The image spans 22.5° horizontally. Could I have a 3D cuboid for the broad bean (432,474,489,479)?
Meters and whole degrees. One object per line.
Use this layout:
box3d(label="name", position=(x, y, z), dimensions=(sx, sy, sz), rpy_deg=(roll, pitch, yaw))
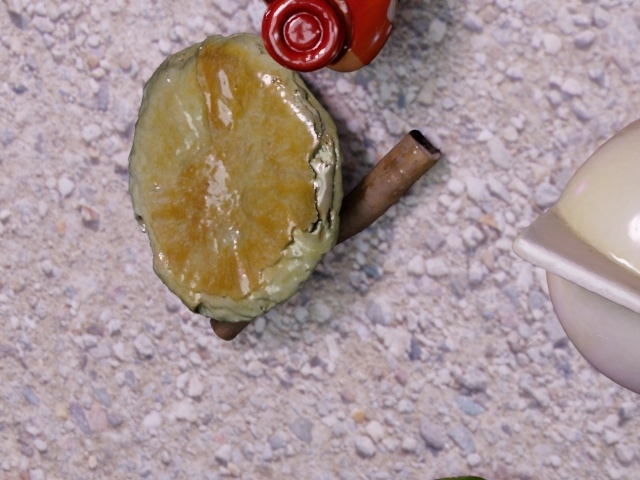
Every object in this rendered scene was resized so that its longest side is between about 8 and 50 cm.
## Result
box3d(label="broad bean", position=(0.175, 0.271, 1.666), dimensions=(0.195, 0.046, 0.061), rpy_deg=(-9, 110, 31))

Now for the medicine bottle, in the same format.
box3d(label="medicine bottle", position=(0.315, 0.005, 1.333), dimensions=(0.235, 0.406, 0.236), rpy_deg=(6, 106, 23))

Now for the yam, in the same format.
box3d(label="yam", position=(0.000, 0.000, 1.681), dimensions=(0.045, 0.045, 0.327), rpy_deg=(34, 121, -25))

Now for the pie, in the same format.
box3d(label="pie", position=(-0.089, -0.068, 1.668), dimensions=(0.306, 0.071, 0.306), rpy_deg=(8, 103, 35))

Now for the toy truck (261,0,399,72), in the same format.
box3d(label="toy truck", position=(0.009, -0.304, 1.527), dimensions=(0.239, 0.189, 0.265), rpy_deg=(-35, 98, 8))
